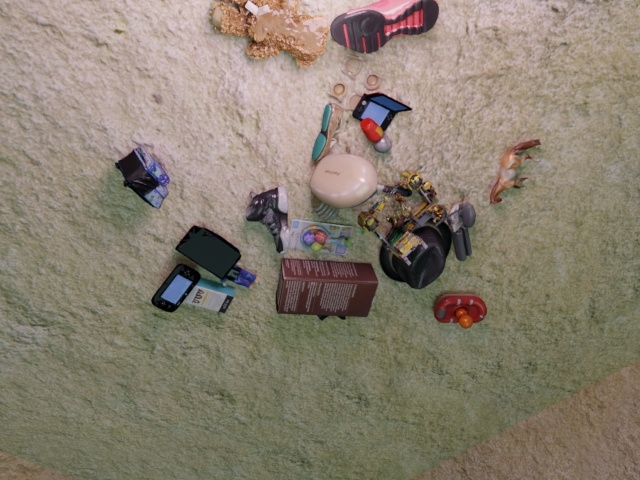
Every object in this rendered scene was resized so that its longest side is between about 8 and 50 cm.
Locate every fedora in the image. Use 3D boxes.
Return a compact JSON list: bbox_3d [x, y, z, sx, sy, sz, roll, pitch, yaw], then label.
[{"bbox_3d":[0.393,0.073,1.868,0.333,0.153,0.334,-5,125,-6],"label":"fedora"}]

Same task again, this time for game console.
[{"bbox_3d":[-0.478,0.125,1.761,0.213,0.044,0.361,36,98,-21],"label":"game console"},{"bbox_3d":[0.197,-0.411,1.518,0.144,0.085,0.124,16,121,-30],"label":"game console"}]

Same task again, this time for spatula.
[{"bbox_3d":[0.206,-0.198,1.716,0.296,0.030,0.084,12,119,-18],"label":"spatula"}]

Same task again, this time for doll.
[{"bbox_3d":[-0.341,0.133,1.847,0.189,0.046,0.129,33,113,-28],"label":"doll"}]

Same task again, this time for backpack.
[{"bbox_3d":[-0.550,-0.193,1.516,0.117,0.158,0.173,-38,138,-4],"label":"backpack"}]

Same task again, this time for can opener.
[{"bbox_3d":[0.561,-0.028,1.861,0.074,0.093,0.280,-38,134,-21],"label":"can opener"}]

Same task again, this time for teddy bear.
[{"bbox_3d":[-0.142,-0.620,1.323,0.337,0.113,0.245,4,118,-3],"label":"teddy bear"}]

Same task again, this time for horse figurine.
[{"bbox_3d":[0.719,-0.260,1.743,0.174,0.066,0.263,-8,129,-12],"label":"horse figurine"}]

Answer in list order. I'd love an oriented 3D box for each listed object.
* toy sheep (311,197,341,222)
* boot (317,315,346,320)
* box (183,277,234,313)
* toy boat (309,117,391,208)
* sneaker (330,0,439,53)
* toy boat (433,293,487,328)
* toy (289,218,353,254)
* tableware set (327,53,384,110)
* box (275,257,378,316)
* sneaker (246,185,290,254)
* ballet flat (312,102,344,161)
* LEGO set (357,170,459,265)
[{"bbox_3d":[0.022,-0.113,1.713,0.132,0.091,0.091,31,115,-21],"label":"toy sheep"},{"bbox_3d":[0.042,0.317,2.047,0.099,0.045,0.121,-30,117,9],"label":"boot"},{"bbox_3d":[-0.472,0.205,1.866,0.244,0.060,0.101,20,119,-22],"label":"box"},{"bbox_3d":[0.123,-0.240,1.557,0.148,0.267,0.318,37,83,-44],"label":"toy boat"},{"bbox_3d":[0.169,-0.621,1.339,0.313,0.136,0.116,-16,132,-9],"label":"sneaker"},{"bbox_3d":[0.629,0.327,2.091,0.231,0.151,0.151,1,125,-10],"label":"toy boat"},{"bbox_3d":[0.000,0.000,1.806,0.237,0.056,0.137,5,123,-13],"label":"toy"},{"bbox_3d":[0.109,-0.494,1.495,0.141,0.020,0.169,22,118,-24],"label":"tableware set"},{"bbox_3d":[0.021,0.190,1.897,0.381,0.143,0.191,6,124,-12],"label":"box"},{"bbox_3d":[-0.190,-0.067,1.702,0.153,0.101,0.269,-4,120,-6],"label":"sneaker"},{"bbox_3d":[0.030,-0.350,1.557,0.067,0.073,0.206,0,130,-27],"label":"ballet flat"},{"bbox_3d":[0.313,-0.077,1.667,0.331,0.192,0.255,-37,116,-4],"label":"LEGO set"}]
